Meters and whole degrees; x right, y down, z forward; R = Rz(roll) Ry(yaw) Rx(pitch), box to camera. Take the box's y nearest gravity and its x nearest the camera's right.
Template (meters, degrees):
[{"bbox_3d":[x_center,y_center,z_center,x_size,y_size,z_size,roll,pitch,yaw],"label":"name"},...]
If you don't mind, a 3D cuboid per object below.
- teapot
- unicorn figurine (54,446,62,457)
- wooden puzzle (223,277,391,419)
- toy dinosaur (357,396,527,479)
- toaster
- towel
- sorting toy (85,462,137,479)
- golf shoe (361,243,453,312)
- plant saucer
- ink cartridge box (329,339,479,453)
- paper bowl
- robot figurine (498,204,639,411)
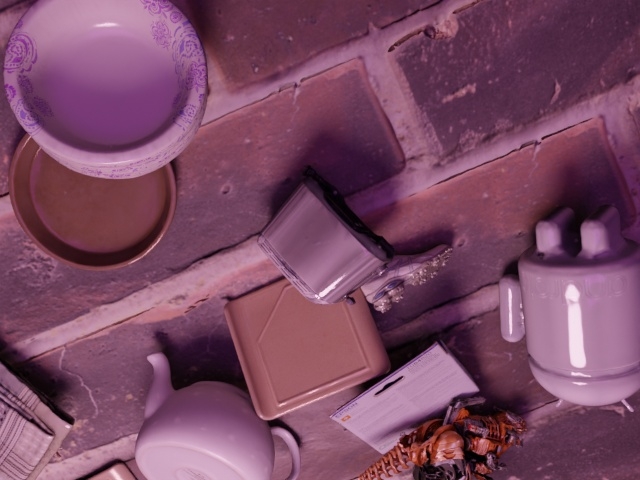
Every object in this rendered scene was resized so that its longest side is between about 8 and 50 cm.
[{"bbox_3d":[-0.180,0.336,1.207,0.253,0.187,0.256,3,131,17],"label":"teapot"},{"bbox_3d":[-0.546,0.373,1.268,0.162,0.060,0.111,-36,102,24],"label":"unicorn figurine"},{"bbox_3d":[-0.025,0.166,1.193,0.239,0.044,0.220,-22,70,2],"label":"wooden puzzle"},{"bbox_3d":[0.221,0.390,1.239,0.322,0.164,0.218,-2,99,-2],"label":"toy dinosaur"},{"bbox_3d":[0.000,0.000,1.138,0.146,0.129,0.227,-46,77,11],"label":"toaster"},{"bbox_3d":[-0.634,0.340,1.220,0.312,0.056,0.324,38,99,6],"label":"towel"},{"bbox_3d":[-0.415,0.545,1.317,0.208,0.038,0.193,-30,102,5],"label":"sorting toy"},{"bbox_3d":[0.145,0.043,1.197,0.176,0.069,0.086,-31,61,-15],"label":"golf shoe"},{"bbox_3d":[-0.378,-0.086,1.166,0.278,0.041,0.277,0,104,-2],"label":"plant saucer"},{"bbox_3d":[0.144,0.266,1.203,0.223,0.045,0.224,-35,137,7],"label":"ink cartridge box"},{"bbox_3d":[-0.314,-0.233,1.050,0.284,0.148,0.284,1,82,-10],"label":"paper bowl"},{"bbox_3d":[0.440,0.122,1.154,0.300,0.200,0.353,1,107,40],"label":"robot figurine"}]
